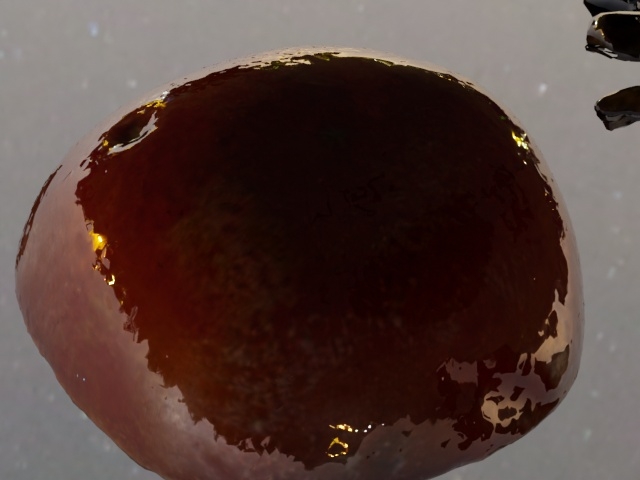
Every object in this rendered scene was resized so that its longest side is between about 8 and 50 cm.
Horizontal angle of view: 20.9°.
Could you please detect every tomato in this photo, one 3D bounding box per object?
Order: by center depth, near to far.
[{"bbox_3d":[-0.002,-0.012,0.980,0.338,0.143,0.338,2,-138,-2],"label":"tomato"}]

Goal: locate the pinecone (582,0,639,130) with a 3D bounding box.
[{"bbox_3d":[0.257,-0.105,0.770,0.296,0.242,0.298,-38,-112,-9],"label":"pinecone"}]
